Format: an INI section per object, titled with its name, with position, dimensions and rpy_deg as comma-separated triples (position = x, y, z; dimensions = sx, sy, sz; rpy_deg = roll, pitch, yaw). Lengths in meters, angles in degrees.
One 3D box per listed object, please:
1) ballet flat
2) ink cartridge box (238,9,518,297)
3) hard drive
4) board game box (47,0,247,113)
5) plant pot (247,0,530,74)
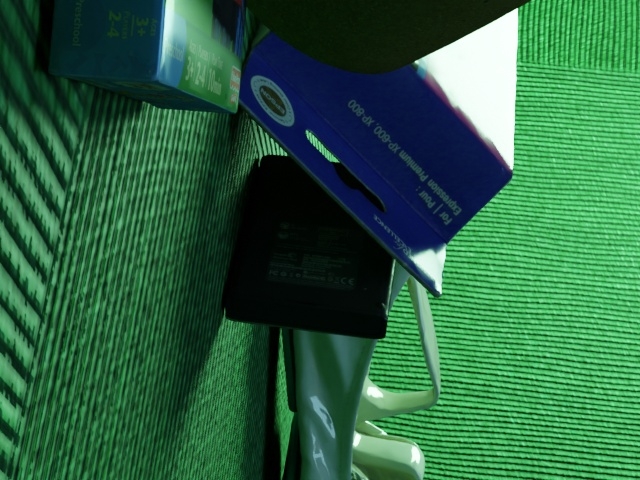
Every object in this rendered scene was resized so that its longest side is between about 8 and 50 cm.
[ballet flat]
position = 0.028, 0.146, 1.130
dimensions = 0.139, 0.139, 0.400
rpy_deg = -75, 170, -61
[ink cartridge box]
position = 0.051, -0.132, 0.938
dimensions = 0.069, 0.176, 0.371
rpy_deg = -36, -159, 28
[hard drive]
position = 0.000, 0.000, 0.859
dimensions = 0.135, 0.094, 0.022
rpy_deg = -79, 174, -47
[board game box]
position = -0.048, -0.155, 0.489
dimensions = 0.160, 0.039, 0.211
rpy_deg = -20, 114, -84
[plant pot]
position = 0.065, -0.197, 0.619
dimensions = 0.254, 0.237, 0.237
rpy_deg = -49, -159, 41
